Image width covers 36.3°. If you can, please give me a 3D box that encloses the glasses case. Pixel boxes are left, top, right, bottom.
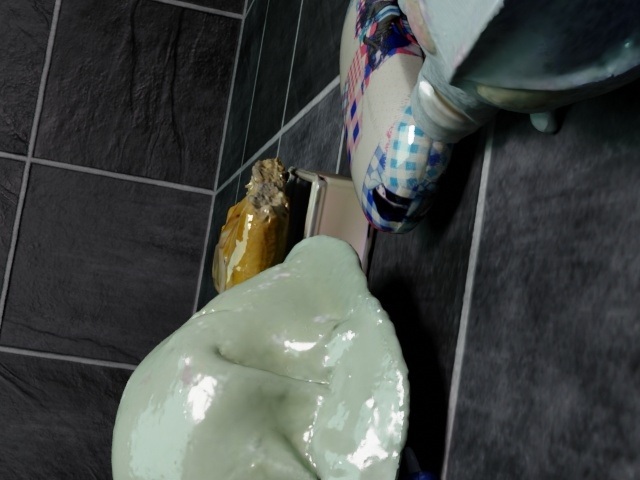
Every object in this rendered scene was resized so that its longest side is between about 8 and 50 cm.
[{"bbox_3d":[0.064,-0.142,0.863,0.327,0.076,0.125,-93,20,-47],"label":"glasses case"}]

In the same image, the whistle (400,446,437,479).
[{"bbox_3d":[0.071,0.183,0.686,0.083,0.029,0.033,-104,6,-48],"label":"whistle"}]

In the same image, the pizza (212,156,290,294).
[{"bbox_3d":[-0.078,0.000,1.079,0.297,0.071,0.189,-95,14,-69],"label":"pizza"}]

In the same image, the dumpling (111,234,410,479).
[{"bbox_3d":[-0.032,0.156,0.815,0.212,0.270,0.321,37,-149,-67],"label":"dumpling"}]

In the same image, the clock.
[{"bbox_3d":[0.000,0.000,1.058,0.192,0.071,0.147,-144,64,-77],"label":"clock"}]

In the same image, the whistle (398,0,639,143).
[{"bbox_3d":[0.105,-0.124,0.554,0.346,0.142,0.134,105,-177,-83],"label":"whistle"}]
